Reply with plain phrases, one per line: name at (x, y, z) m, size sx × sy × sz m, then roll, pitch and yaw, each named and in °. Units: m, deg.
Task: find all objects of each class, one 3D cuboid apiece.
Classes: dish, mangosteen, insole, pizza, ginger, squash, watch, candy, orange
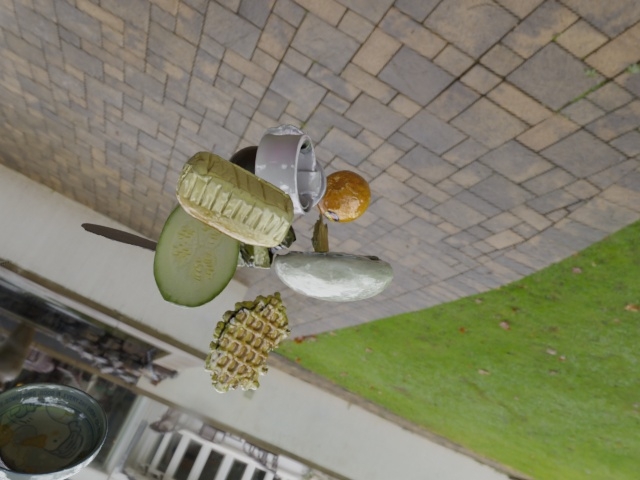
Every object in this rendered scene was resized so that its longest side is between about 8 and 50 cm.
dish at (-0.637, 0.463, 1.237) m, size 0.273 × 0.134 × 0.273 m, roll 18°, pitch -159°, yaw -7°
mangosteen at (-0.199, -0.186, 1.661) m, size 0.209 × 0.210 × 0.210 m, roll 21°, pitch 159°, yaw 8°
insole at (-0.526, 0.005, 1.592) m, size 0.327 × 0.007 × 0.111 m, roll 19°, pitch -168°, yaw -17°
pizza at (0.000, 0.000, 2.220) m, size 0.034 × 0.262 × 0.181 m, roll -8°, pitch 153°, yaw 16°
ginger at (-0.316, -0.048, 2.034) m, size 0.413 × 0.358 × 0.211 m, roll 37°, pitch -170°, yaw 0°
squash at (-0.275, 0.013, 1.252) m, size 0.189 × 0.189 × 0.260 m, roll 30°, pitch -161°, yaw -16°
watch at (-0.098, -0.185, 1.378) m, size 0.196 × 0.244 × 0.231 m, roll 1°, pitch 180°, yaw 15°
candy at (0.059, 0.123, 1.937) m, size 0.386 × 0.186 × 0.427 m, roll 8°, pitch 173°, yaw -40°
orange at (0.072, -0.137, 1.729) m, size 0.177 × 0.178 × 0.155 m, roll 3°, pitch 144°, yaw 42°

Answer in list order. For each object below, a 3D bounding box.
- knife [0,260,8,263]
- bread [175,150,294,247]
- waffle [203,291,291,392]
knife at (-0.836, 0.063, 1.280) m, size 0.060 × 0.028 × 0.230 m, roll 4°, pitch -174°, yaw 23°
bread at (-0.165, -0.074, 1.061) m, size 0.236 × 0.140 × 0.106 m, roll 28°, pitch 116°, yaw -17°
waffle at (-0.198, 0.288, 1.540) m, size 0.058 × 0.301 × 0.281 m, roll 26°, pitch -167°, yaw 40°
